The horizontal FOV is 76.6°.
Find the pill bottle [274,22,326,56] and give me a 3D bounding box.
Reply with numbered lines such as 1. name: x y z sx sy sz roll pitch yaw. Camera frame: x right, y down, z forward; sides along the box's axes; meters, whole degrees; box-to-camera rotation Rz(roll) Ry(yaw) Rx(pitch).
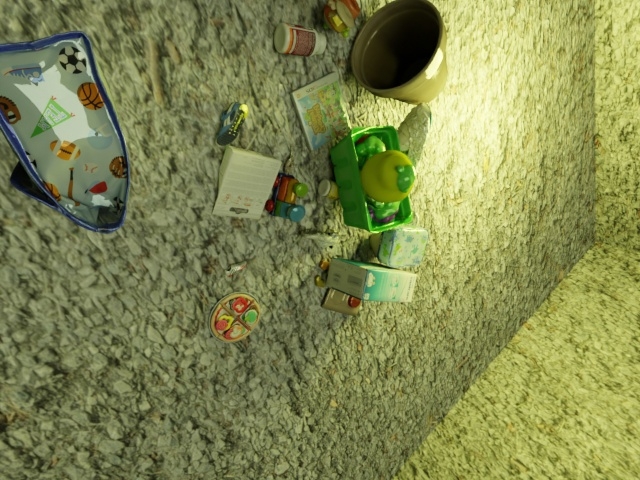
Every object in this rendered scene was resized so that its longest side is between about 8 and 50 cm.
1. pill bottle: -0.062 -0.626 1.271 0.152 0.086 0.086 -9 112 -33

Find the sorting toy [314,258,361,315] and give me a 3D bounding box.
1. sorting toy: 0.093 0.196 1.713 0.307 0.041 0.229 23 92 -39

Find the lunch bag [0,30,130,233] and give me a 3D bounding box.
1. lunch bag: -0.560 -0.224 0.896 0.239 0.328 0.385 -25 121 -22

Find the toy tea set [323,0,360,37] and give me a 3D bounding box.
1. toy tea set: -0.011 -0.773 1.242 0.336 0.124 0.200 54 37 -18

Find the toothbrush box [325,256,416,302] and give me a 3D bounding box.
1. toothbrush box: 0.205 0.159 1.631 0.296 0.216 0.126 8 95 -40

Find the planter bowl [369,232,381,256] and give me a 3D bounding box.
1. planter bowl: 0.280 0.011 1.739 0.162 0.109 0.162 -14 115 -33

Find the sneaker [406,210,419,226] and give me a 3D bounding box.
1. sneaker: 0.407 -0.068 1.843 0.058 0.052 0.135 3 104 -33

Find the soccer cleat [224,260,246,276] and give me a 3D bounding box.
1. soccer cleat: -0.294 0.093 1.400 0.083 0.029 0.035 -34 128 -17

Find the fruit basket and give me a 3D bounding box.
1. fruit basket: 0.221 -0.218 1.393 0.283 0.392 0.391 -16 116 -39

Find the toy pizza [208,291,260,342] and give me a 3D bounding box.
1. toy pizza: -0.303 0.281 1.460 0.201 0.032 0.201 -13 114 -32

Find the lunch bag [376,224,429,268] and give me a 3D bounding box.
1. lunch bag: 0.335 0.023 1.655 0.219 0.090 0.176 -1 106 -36

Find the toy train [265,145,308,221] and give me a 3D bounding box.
1. toy train: -0.093 -0.190 1.369 0.105 0.143 0.247 5 103 -38

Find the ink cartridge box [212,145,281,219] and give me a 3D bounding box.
1. ink cartridge box: -0.249 -0.185 1.332 0.181 0.056 0.224 5 122 -38

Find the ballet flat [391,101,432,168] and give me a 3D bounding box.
1. ballet flat: 0.317 -0.328 1.569 0.147 0.147 0.408 -23 141 -28

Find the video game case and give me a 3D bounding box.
1. video game case: 0.006 -0.453 1.424 0.193 0.023 0.212 -34 124 -22

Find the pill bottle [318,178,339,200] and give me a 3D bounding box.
1. pill bottle: 0.054 -0.187 1.529 0.116 0.065 0.065 11 100 -38

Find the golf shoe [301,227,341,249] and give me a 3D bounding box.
1. golf shoe: 0.000 0.000 1.561 0.176 0.069 0.085 5 110 -36

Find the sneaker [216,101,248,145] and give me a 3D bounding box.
1. sneaker: -0.277 -0.357 1.236 0.144 0.059 0.053 -57 155 7

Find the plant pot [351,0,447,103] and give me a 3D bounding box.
1. plant pot: 0.314 -0.623 1.438 0.280 0.323 0.323 14 98 -56
